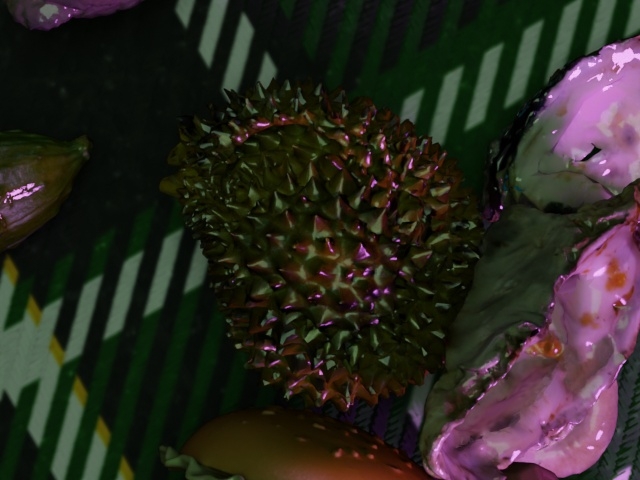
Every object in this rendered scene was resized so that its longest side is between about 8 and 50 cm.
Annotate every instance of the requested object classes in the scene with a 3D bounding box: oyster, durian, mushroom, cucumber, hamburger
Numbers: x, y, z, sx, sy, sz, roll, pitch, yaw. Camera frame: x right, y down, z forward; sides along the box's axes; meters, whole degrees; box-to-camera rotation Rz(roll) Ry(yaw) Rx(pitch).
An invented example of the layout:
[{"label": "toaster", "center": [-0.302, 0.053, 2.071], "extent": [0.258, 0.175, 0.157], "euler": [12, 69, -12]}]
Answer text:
[{"label": "oyster", "center": [0.170, 0.068, 1.568], "extent": [0.110, 0.166, 0.341], "euler": [7, 59, 37]}, {"label": "durian", "center": [0.010, -0.005, 1.633], "extent": [0.258, 0.258, 0.293], "euler": [-30, 77, -1]}, {"label": "oyster", "center": [0.266, -0.070, 1.707], "extent": [0.259, 0.092, 0.198], "euler": [-24, 87, -10]}, {"label": "mushroom", "center": [0.179, 0.137, 1.676], "extent": [0.154, 0.122, 0.154], "euler": [0, 94, 2]}, {"label": "cucumber", "center": [-0.312, -0.040, 1.691], "extent": [0.244, 0.134, 0.134], "euler": [-20, 87, -5]}, {"label": "hamburger", "center": [-0.015, 0.248, 1.598], "extent": [0.274, 0.274, 0.212], "euler": [19, 86, 1]}]

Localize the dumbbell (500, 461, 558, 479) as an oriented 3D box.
[{"label": "dumbbell", "center": [0.207, 0.248, 1.625], "extent": [0.082, 0.231, 0.092], "euler": [-31, 53, 25]}]

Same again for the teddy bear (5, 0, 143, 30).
[{"label": "teddy bear", "center": [-0.221, -0.319, 1.684], "extent": [0.236, 0.151, 0.267], "euler": [-30, 86, 1]}]
